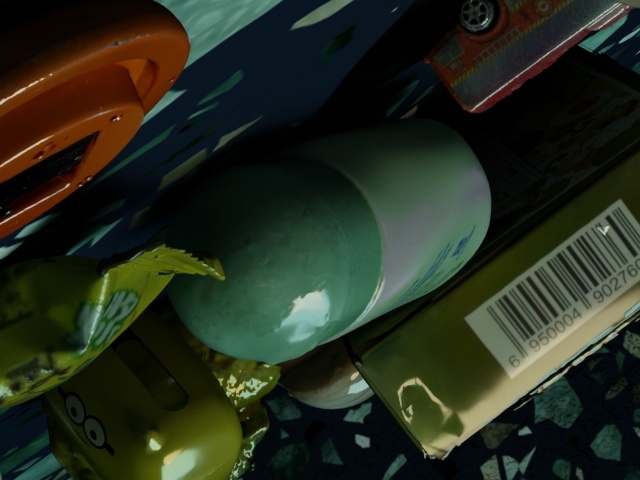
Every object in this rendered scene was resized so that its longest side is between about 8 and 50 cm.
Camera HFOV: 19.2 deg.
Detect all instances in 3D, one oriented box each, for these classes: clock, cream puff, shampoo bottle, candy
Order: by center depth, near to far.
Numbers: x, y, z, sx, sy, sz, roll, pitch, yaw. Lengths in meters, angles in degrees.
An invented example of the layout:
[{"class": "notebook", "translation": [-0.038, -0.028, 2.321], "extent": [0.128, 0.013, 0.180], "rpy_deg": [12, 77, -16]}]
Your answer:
[{"class": "clock", "translation": [-0.147, -0.040, 0.860], "extent": [0.205, 0.051, 0.205], "rpy_deg": [-35, 174, -4]}, {"class": "candy", "translation": [-0.210, 0.068, 1.239], "extent": [0.297, 0.081, 0.187], "rpy_deg": [-24, 175, 9]}, {"class": "shampoo bottle", "translation": [0.000, 0.000, 1.467], "extent": [0.222, 0.151, 0.349], "rpy_deg": [-30, 177, 24]}, {"class": "cream puff", "translation": [-0.133, 0.164, 1.866], "extent": [0.282, 0.185, 0.282], "rpy_deg": [-31, 172, -5]}]

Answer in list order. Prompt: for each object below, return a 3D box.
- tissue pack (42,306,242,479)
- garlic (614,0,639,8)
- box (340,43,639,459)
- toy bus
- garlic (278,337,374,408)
[{"class": "tissue pack", "translation": [-0.151, 0.135, 1.579], "extent": [0.123, 0.178, 0.127], "rpy_deg": [-32, 155, -24]}, {"class": "garlic", "translation": [0.238, -0.186, 1.040], "extent": [0.218, 0.212, 0.218], "rpy_deg": [-38, 179, -1]}, {"class": "box", "translation": [0.183, -0.006, 1.808], "extent": [0.373, 0.138, 0.420], "rpy_deg": [-36, -164, 2]}, {"class": "toy bus", "translation": [0.167, -0.171, 1.376], "extent": [0.192, 0.077, 0.065], "rpy_deg": [-36, 176, 19]}, {"class": "garlic", "translation": [-0.021, 0.080, 2.138], "extent": [0.256, 0.207, 0.207], "rpy_deg": [15, 142, -33]}]
